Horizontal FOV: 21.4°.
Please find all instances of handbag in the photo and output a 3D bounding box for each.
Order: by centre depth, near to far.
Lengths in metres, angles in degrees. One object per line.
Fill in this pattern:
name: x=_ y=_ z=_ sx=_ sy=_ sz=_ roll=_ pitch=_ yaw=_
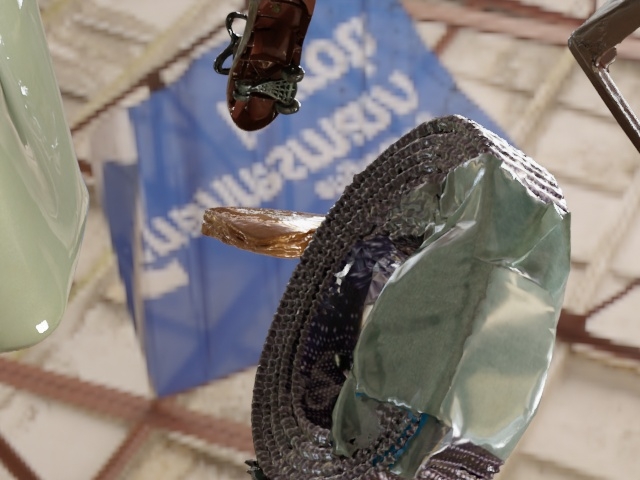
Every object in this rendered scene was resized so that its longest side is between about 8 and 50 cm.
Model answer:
handbag: x=-0.198 y=-0.105 z=1.001 sx=0.109 sy=0.315 sz=0.241 roll=2 pitch=-144 yaw=-3

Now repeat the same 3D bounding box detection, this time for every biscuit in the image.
biscuit: x=0.000 y=-0.001 z=1.602 sx=0.192 sy=0.036 sz=0.186 roll=5 pitch=-170 yaw=-27

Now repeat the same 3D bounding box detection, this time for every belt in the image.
belt: x=0.070 y=0.066 z=1.289 sx=0.260 sy=0.122 sz=0.325 roll=4 pitch=-114 yaw=58

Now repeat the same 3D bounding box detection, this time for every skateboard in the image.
skateboard: x=-0.037 y=-0.150 z=1.154 sx=0.067 sy=0.151 sz=0.080 roll=4 pitch=-149 yaw=-27

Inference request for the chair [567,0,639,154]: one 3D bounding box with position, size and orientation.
chair: x=0.241 y=-0.208 z=1.175 sx=0.326 sy=0.183 sz=0.175 roll=51 pitch=-134 yaw=-3
